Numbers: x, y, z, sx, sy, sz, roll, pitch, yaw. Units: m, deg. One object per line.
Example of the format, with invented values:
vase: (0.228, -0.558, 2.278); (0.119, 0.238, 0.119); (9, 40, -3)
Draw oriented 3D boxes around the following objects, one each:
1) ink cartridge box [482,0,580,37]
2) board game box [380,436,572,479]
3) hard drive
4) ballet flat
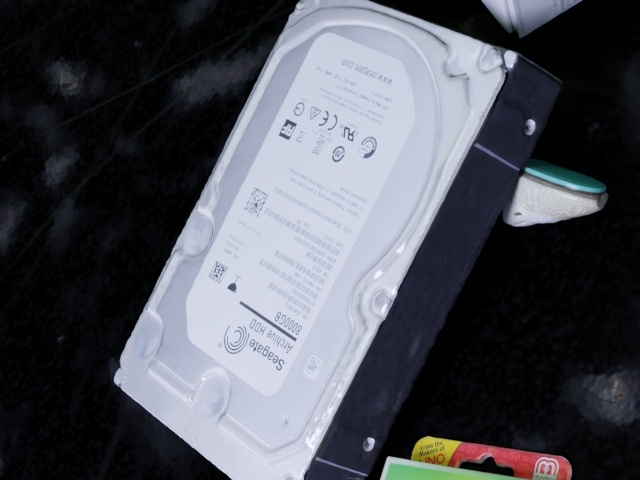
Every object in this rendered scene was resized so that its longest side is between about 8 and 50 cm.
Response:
ink cartridge box: (0.178, -0.266, 1.103); (0.218, 0.092, 0.158); (-33, 62, -1)
board game box: (0.066, 0.245, 0.990); (0.124, 0.039, 0.259); (3, 64, 39)
hard drive: (0.000, 0.000, 1.125); (0.237, 0.064, 0.339); (31, 96, 48)
ballet flat: (0.131, -0.037, 1.103); (0.168, 0.057, 0.052); (30, 113, 48)
